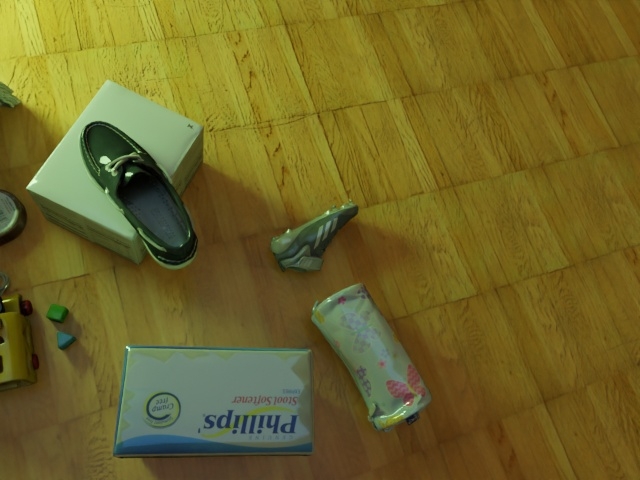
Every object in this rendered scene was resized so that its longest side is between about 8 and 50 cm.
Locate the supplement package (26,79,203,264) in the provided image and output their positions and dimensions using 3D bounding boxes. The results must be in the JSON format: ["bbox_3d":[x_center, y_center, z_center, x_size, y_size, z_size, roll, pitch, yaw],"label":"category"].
[{"bbox_3d":[-0.372,-0.127,1.063,0.204,0.145,0.262,26,66,-2],"label":"supplement package"}]

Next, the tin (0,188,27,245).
[{"bbox_3d":[-0.639,-0.025,1.026,0.190,0.040,0.106,-32,75,-21],"label":"tin"}]

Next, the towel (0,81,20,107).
[{"bbox_3d":[-0.709,-0.243,1.010,0.285,0.209,0.034,-15,101,-17],"label":"towel"}]

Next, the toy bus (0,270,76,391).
[{"bbox_3d":[-0.542,0.157,0.941,0.202,0.104,0.191,30,66,0],"label":"toy bus"}]

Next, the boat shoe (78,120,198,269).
[{"bbox_3d":[-0.301,-0.092,0.937,0.114,0.091,0.302,-39,84,-23],"label":"boat shoe"}]

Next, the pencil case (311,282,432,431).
[{"bbox_3d":[0.093,0.216,1.056,0.124,0.113,0.273,-30,78,-1],"label":"pencil case"}]

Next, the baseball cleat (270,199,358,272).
[{"bbox_3d":[0.000,0.000,1.149,0.206,0.072,0.109,-25,91,-15],"label":"baseball cleat"}]

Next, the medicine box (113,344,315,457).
[{"bbox_3d":[-0.163,0.261,0.884,0.263,0.289,0.149,3,69,-11],"label":"medicine box"}]
